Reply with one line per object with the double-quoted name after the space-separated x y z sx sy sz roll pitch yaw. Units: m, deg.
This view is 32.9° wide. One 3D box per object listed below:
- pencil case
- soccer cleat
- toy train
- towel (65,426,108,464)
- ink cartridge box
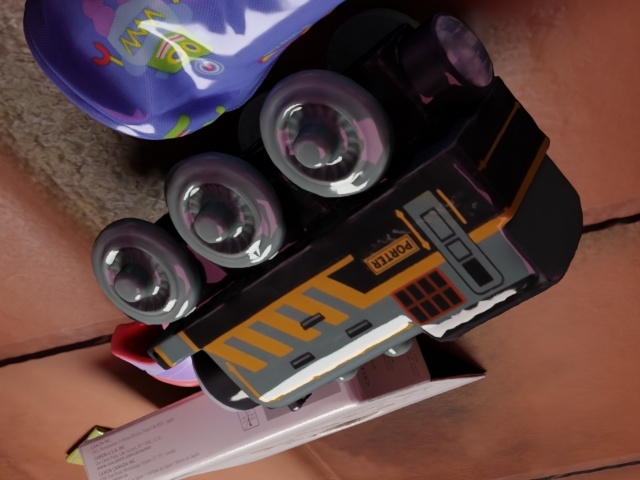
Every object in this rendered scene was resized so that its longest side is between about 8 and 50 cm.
-0.014 -0.163 0.515 0.133 0.119 0.306 42 129 -18 "pencil case"
-0.068 0.051 0.851 0.095 0.083 0.248 17 144 -35 "soccer cleat"
0.000 0.000 0.686 0.334 0.142 0.190 -34 101 37 "toy train"
-0.227 0.220 1.141 0.060 0.009 0.083 18 139 -26 "towel"
-0.030 0.156 1.013 0.296 0.066 0.261 -26 167 28 "ink cartridge box"
